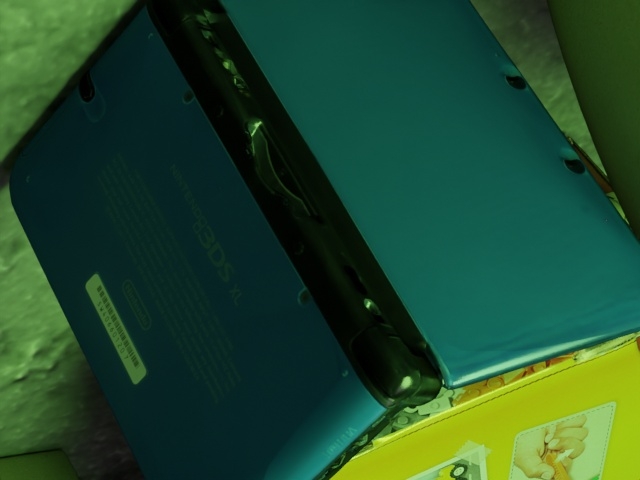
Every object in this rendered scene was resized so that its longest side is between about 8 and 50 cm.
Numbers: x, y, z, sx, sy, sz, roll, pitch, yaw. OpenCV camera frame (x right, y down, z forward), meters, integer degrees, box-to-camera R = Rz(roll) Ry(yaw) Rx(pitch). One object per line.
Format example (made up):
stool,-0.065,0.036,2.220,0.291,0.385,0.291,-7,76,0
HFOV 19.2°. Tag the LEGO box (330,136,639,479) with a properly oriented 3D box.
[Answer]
LEGO box,0.076,0.216,1.454,0.372,0.193,0.500,-21,137,-15

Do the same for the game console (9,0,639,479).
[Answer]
game console,0.000,0.000,1.062,0.173,0.293,0.250,12,130,-49

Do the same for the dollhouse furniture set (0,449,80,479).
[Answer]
dollhouse furniture set,-0.198,0.284,1.341,0.135,0.259,0.262,-11,144,-35

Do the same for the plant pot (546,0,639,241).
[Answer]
plant pot,0.241,-0.129,1.102,0.256,0.274,0.256,-23,150,-14
